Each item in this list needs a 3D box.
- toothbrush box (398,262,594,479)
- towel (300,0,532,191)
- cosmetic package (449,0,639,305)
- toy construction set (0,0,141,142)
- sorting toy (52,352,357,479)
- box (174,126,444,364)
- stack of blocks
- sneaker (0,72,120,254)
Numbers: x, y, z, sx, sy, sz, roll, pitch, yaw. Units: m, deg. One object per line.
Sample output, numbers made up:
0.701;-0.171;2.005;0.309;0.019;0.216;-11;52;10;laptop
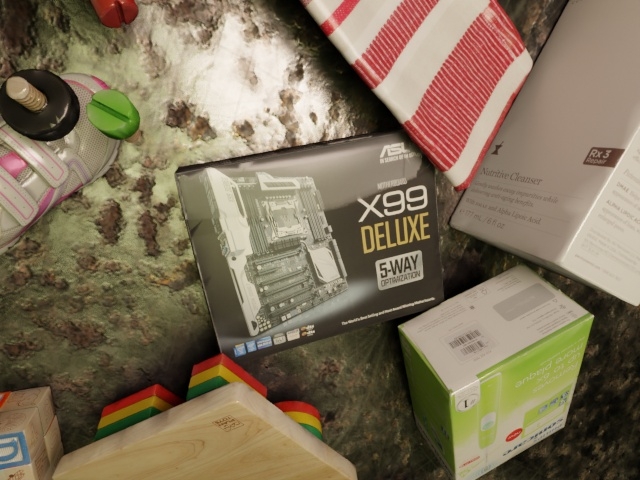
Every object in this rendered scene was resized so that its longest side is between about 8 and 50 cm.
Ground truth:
0.245;0.204;0.591;0.206;0.122;0.283;-24;129;-9;toothbrush box
0.120;-0.249;0.461;0.329;0.037;0.237;43;68;-23;towel
0.364;-0.142;0.517;0.156;0.217;0.385;22;97;-21;cosmetic package
-0.269;-0.239;0.247;0.257;0.237;0.309;-1;87;-8;toy construction set
-0.126;0.261;0.515;0.257;0.089;0.255;-27;126;15;sorting toy
0.000;0.000;0.521;0.307;0.076;0.242;-13;108;-13;box
-0.410;0.340;0.491;0.171;0.087;0.297;-4;106;-16;stack of blocks
-0.298;-0.061;0.396;0.252;0.111;0.103;-47;112;0;sneaker
